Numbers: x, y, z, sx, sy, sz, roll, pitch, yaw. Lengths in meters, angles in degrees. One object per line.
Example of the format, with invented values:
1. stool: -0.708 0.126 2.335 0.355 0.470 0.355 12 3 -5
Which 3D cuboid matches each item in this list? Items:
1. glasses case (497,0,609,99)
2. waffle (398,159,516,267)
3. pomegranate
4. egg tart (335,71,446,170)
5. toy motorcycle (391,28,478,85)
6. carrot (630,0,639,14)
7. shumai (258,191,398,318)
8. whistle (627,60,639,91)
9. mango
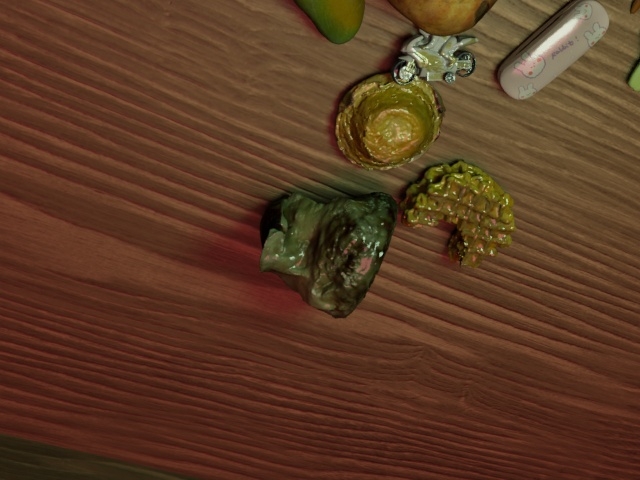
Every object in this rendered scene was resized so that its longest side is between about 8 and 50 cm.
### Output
1. glasses case: 0.573 -0.472 1.780 0.113 0.075 0.297 38 113 -26
2. waffle: 0.387 -0.074 2.002 0.324 0.151 0.261 33 111 -30
3. pomegranate: 0.267 -0.589 1.555 0.282 0.281 0.281 -3 126 -4
4. egg tart: 0.180 -0.291 1.844 0.295 0.116 0.294 -2 124 -3
5. toy motorcycle: 0.278 -0.458 1.755 0.229 0.074 0.151 -10 108 -10
6. carrot: 0.785 -0.623 1.696 0.048 0.048 0.216 1 143 -7
7. shumai: 0.000 0.000 1.945 0.348 0.395 0.394 23 122 3
8. whistle: 0.877 -0.506 1.780 0.141 0.141 0.294 7 143 -11
9. mango: 0.019 -0.562 1.632 0.157 0.114 0.251 -31 122 7
